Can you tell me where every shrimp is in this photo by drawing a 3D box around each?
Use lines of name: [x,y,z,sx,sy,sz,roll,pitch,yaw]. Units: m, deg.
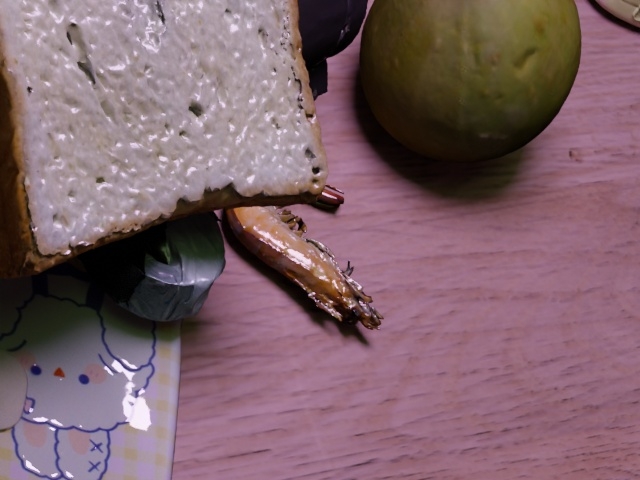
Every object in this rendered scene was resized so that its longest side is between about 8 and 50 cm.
shrimp: [-0.001,0.001,1.495,0.178,0.034,0.124,37,42,5]

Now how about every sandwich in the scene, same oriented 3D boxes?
sandwich: [-0.136,-0.122,1.249,0.273,0.095,0.249,-16,99,-37]

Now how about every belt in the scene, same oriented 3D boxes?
belt: [-0.134,0.000,1.333,0.105,0.058,0.140,-14,59,-39]

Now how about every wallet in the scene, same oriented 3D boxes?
wallet: [-0.203,0.130,1.265,0.223,0.077,0.309,17,49,-20]

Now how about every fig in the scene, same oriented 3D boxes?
fig: [0.145,-0.183,1.565,0.207,0.230,0.207,14,53,-19]

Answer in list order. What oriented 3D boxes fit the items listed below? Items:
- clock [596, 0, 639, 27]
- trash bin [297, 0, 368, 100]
clock: [0.400,-0.356,1.914,0.235,0.096,0.308,15,51,-18]
trash bin: [-0.130,-0.193,1.447,0.301,0.203,0.252,-31,119,-39]
